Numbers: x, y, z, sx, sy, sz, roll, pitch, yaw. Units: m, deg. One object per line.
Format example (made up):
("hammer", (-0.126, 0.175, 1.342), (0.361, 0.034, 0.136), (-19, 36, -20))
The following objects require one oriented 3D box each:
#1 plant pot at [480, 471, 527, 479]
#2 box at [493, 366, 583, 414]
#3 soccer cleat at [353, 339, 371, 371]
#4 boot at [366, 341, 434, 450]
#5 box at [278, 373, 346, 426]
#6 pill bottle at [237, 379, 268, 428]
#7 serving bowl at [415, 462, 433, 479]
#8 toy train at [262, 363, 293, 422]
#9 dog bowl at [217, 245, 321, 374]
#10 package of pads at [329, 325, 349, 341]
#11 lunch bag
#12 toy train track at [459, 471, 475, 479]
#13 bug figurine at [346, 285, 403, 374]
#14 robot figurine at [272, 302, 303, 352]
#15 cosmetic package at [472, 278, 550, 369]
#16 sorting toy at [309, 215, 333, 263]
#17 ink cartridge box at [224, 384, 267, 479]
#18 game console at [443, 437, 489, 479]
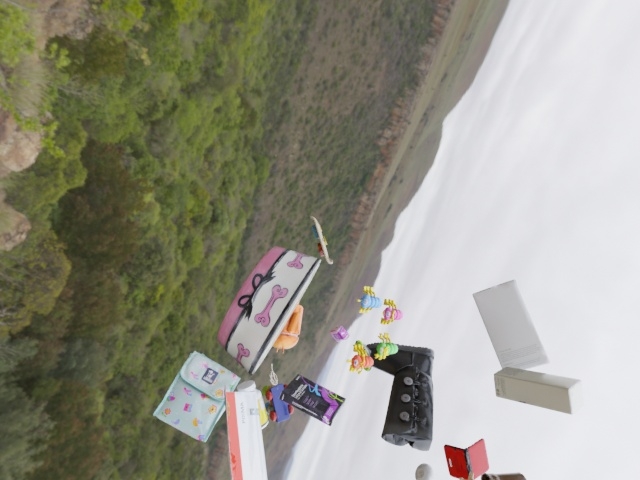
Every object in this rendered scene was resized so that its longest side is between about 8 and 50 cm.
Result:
("plant pot", (0.822, 1.102, 1.894), (0.167, 0.164, 0.167), (173, -90, -85))
("box", (0.786, 0.539, 1.563), (0.113, 0.275, 0.094), (-8, 92, -37))
("soccer cleat", (0.205, 0.518, 1.934), (0.060, 0.072, 0.179), (-56, -153, 19))
("boot", (0.329, 0.690, 1.943), (0.446, 0.366, 0.146), (-74, 151, -43))
("box", (-0.020, 0.444, 1.208), (0.116, 0.161, 0.029), (-23, 132, -67))
("pill bottle", (-0.283, 0.677, 1.764), (0.103, 0.103, 0.184), (-41, 117, -76))
("serving bowl", (0.394, 0.900, 1.655), (0.083, 0.027, 0.083), (-42, -152, 29))
("toy train", (-0.214, 0.664, 1.905), (0.143, 0.105, 0.248), (-20, -99, 56))
("dog bowl", (-0.162, 0.196, 1.327), (0.408, 0.150, 0.408), (-60, 177, -6))
("package of pads", (0.071, 0.351, 1.613), (0.032, 0.050, 0.083), (-43, -179, -27))
("lunch bag", (-0.453, 0.578, 1.611), (0.263, 0.223, 0.160), (-60, 180, -22))
("toy train track", (0.347, 0.542, 0.958), (0.083, 0.014, 0.048), (-12, -144, 43))
("bug figurine", (0.182, 0.292, 1.382), (0.216, 0.072, 0.280), (7, 92, -40))
("robot figurine", (-0.134, 0.307, 1.604), (0.128, 0.157, 0.220), (34, 60, -60))
("cosmetic package", (0.825, 0.374, 1.880), (0.155, 0.196, 0.366), (22, 50, -67))
("sorting toy", (0.000, 0.000, 2.018), (0.307, 0.041, 0.229), (-11, 80, -88))
("ink cartridge box", (-0.172, 0.519, 1.030), (0.385, 0.091, 0.309), (111, -28, -62))
("game console", (0.520, 0.773, 1.531), (0.085, 0.124, 0.144), (-33, 114, -48))
